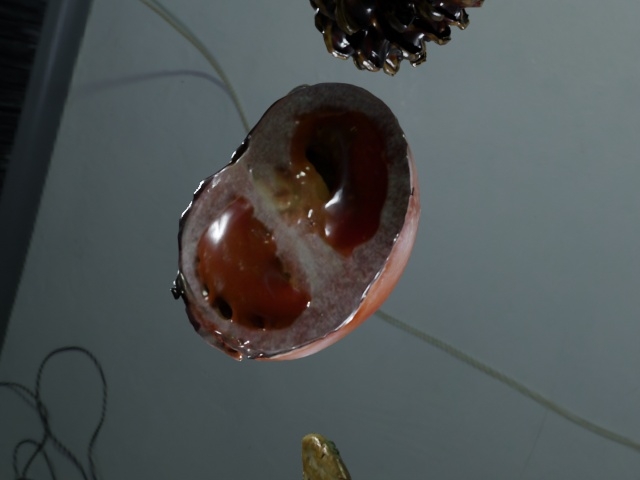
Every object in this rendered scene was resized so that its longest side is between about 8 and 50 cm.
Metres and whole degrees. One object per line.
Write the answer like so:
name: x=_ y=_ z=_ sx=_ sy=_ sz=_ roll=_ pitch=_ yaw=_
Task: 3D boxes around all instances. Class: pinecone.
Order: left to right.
pinecone: x=0.094 y=-0.348 z=1.050 sx=0.244 sy=0.243 sz=0.257 roll=54 pitch=139 yaw=12

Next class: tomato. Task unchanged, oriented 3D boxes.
tomato: x=0.000 y=0.000 z=0.650 sx=0.228 sy=0.112 sz=0.199 roll=-44 pitch=53 yaw=14

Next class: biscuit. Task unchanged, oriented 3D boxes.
biscuit: x=0.009 y=0.319 z=0.870 sx=0.028 sy=0.118 sz=0.247 roll=-9 pitch=112 yaw=-17

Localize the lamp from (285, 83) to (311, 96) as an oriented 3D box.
lamp: x=0.024 y=-0.147 z=1.258 sx=0.121 sy=0.214 sz=0.121 roll=-25 pitch=47 yaw=30
